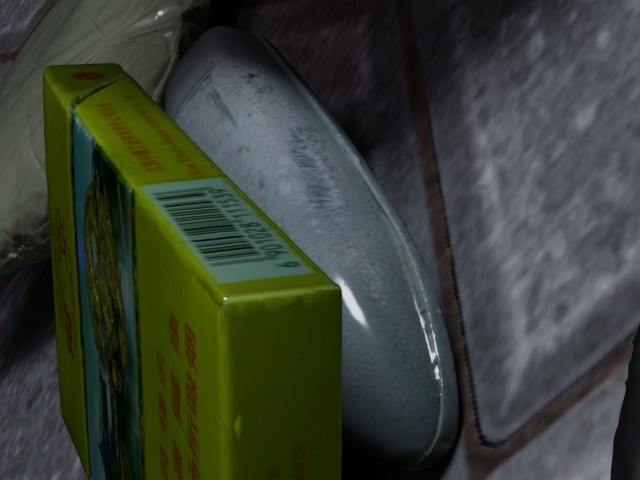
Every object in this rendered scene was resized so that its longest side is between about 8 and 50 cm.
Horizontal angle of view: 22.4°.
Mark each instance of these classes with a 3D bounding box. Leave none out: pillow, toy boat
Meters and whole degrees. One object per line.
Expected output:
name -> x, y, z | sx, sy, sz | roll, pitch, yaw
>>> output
pillow -> -0.145, -0.091, 1.032 | 0.274, 0.076, 0.281 | -32, 33, 43
toy boat -> 0.000, 0.000, 0.679 | 0.078, 0.085, 0.260 | -53, 38, 21

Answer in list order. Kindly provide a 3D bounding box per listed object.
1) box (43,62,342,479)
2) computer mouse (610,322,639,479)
box -> -0.064, 0.051, 0.672 | 0.335, 0.047, 0.187 | -136, 42, -64
computer mouse -> 0.178, 0.045, 0.284 | 0.295, 0.087, 0.168 | 7, 56, 47
